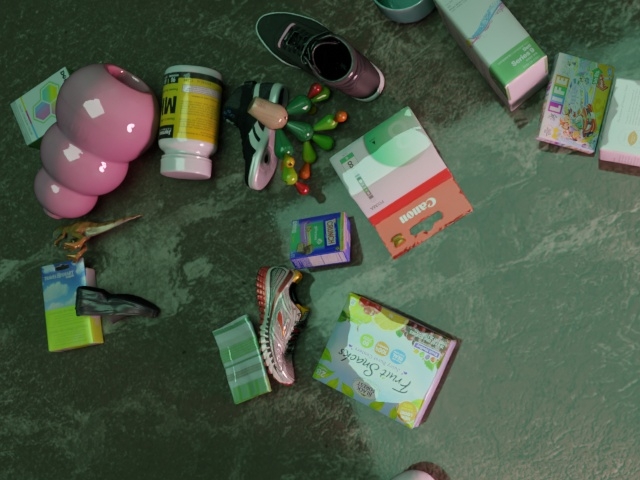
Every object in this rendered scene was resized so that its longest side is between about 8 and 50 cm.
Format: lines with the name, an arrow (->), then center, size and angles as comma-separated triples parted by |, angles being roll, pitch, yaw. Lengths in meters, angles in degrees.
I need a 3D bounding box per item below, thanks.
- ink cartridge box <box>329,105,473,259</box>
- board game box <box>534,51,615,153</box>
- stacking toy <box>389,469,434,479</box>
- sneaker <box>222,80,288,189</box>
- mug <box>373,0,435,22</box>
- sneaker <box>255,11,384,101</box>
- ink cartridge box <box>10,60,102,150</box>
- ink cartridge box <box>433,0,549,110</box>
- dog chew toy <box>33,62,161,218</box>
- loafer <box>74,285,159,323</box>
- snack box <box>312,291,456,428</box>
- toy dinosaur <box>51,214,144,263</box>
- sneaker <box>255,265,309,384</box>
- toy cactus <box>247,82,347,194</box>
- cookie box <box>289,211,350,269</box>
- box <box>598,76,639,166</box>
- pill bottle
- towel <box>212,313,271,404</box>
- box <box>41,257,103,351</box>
ink cartridge box -> 0.147, -0.106, 1.598 | 0.181, 0.056, 0.225 | -33, 73, 12
board game box -> 0.446, -0.240, 1.512 | 0.103, 0.026, 0.154 | 14, 88, -4
stacking toy -> 0.081, 0.612, 1.440 | 0.350, 0.350, 0.480 | 15, 72, 19
sneaker -> -0.143, -0.207, 1.693 | 0.121, 0.079, 0.217 | 9, 78, 22
mug -> 0.173, -0.478, 1.608 | 0.157, 0.097, 0.130 | -16, 78, 14
sneaker -> -0.020, -0.371, 1.632 | 0.295, 0.147, 0.105 | 35, 96, 19
ink cartridge box -> -0.544, -0.292, 1.832 | 0.209, 0.062, 0.109 | -29, 75, 12
ink cartridge box -> 0.303, -0.353, 1.522 | 0.093, 0.154, 0.212 | -38, 74, 9
dog chew toy -> -0.463, -0.186, 1.728 | 0.206, 0.206, 0.332 | 41, 108, 18
loafer -> -0.410, 0.138, 1.733 | 0.170, 0.062, 0.061 | 12, 95, 3
snack box -> 0.116, 0.215, 1.560 | 0.207, 0.070, 0.175 | 25, 91, 20
toy dinosaur -> -0.480, -0.018, 1.764 | 0.211, 0.064, 0.112 | -5, 49, 22
sneaker -> -0.067, 0.158, 1.616 | 0.092, 0.088, 0.225 | -5, 85, 9
toy cactus -> -0.050, -0.212, 1.622 | 0.180, 0.112, 0.219 | 26, 81, -19
cookie box -> 0.000, 0.000, 1.620 | 0.107, 0.040, 0.092 | -9, 54, 15
box -> 0.568, -0.191, 1.453 | 0.170, 0.091, 0.130 | 13, 88, 18
pill bottle -> -0.258, -0.230, 1.704 | 0.119, 0.119, 0.209 | 2, 84, 18
towel -> -0.152, 0.227, 1.642 | 0.113, 0.023, 0.152 | -30, 73, 44
box -> -0.515, 0.134, 1.783 | 0.109, 0.042, 0.178 | -12, 79, 15
